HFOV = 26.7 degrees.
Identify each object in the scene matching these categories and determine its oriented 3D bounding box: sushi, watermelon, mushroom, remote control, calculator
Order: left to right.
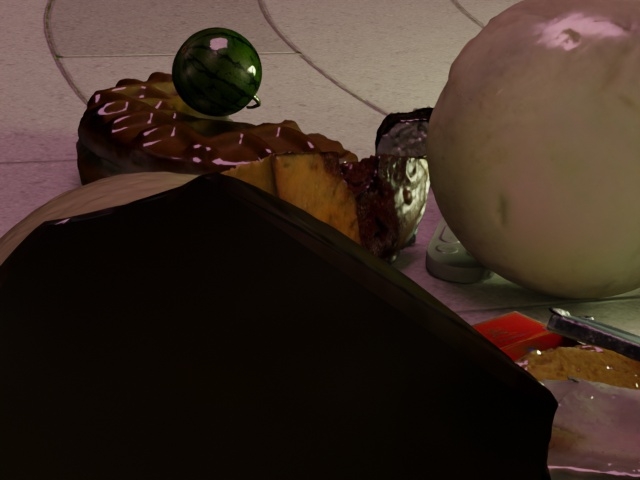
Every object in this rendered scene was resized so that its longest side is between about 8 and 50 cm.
[{"bbox_3d":[-0.109,-0.183,1.485,0.109,0.109,0.109,3,22,-1],"label":"watermelon"},{"bbox_3d":[0.143,-0.118,1.674,0.150,0.090,0.078,3,18,2],"label":"sushi"},{"bbox_3d":[0.166,-0.008,1.493,0.077,0.022,0.245,10,23,10],"label":"remote control"},{"bbox_3d":[0.245,-0.120,1.351,0.315,0.315,0.356,-17,59,-41],"label":"mushroom"},{"bbox_3d":[0.325,0.111,1.123,0.262,0.021,0.161,20,3,24],"label":"calculator"}]

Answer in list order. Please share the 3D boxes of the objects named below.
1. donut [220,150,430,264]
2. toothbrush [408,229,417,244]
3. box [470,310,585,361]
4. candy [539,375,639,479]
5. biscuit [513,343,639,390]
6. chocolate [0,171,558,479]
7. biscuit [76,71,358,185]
[{"bbox_3d":[0.003,-0.013,1.344,0.112,0.151,0.295,2,5,35],"label":"donut"},{"bbox_3d":[0.000,0.000,1.452,0.219,0.019,0.016,-3,21,-15],"label":"toothbrush"},{"bbox_3d":[0.189,0.120,1.142,0.112,0.048,0.175,-15,29,-38],"label":"box"},{"bbox_3d":[0.202,0.191,0.816,0.195,0.184,0.137,4,17,12],"label":"candy"},{"bbox_3d":[0.222,0.160,0.988,0.226,0.042,0.226,14,35,-10],"label":"biscuit"},{"bbox_3d":[-0.084,0.091,0.805,0.314,0.326,0.297,31,17,-22],"label":"chocolate"},{"bbox_3d":[-0.147,-0.109,1.571,0.268,0.115,0.366,-10,24,-32],"label":"biscuit"}]
